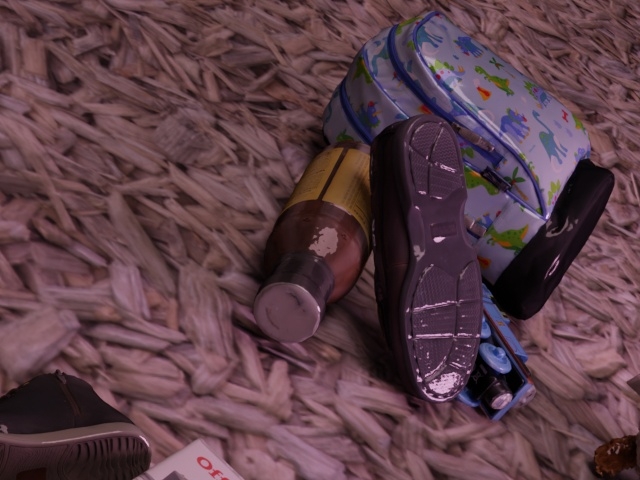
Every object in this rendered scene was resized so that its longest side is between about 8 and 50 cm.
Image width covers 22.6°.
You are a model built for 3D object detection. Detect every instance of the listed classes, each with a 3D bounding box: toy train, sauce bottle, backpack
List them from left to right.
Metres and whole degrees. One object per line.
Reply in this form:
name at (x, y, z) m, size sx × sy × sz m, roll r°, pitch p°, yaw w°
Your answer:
sauce bottle at (0.000, 0.000, 1.718) m, size 0.111 × 0.111 × 0.344 m, roll 34°, pitch 28°, yaw -2°
backpack at (0.177, -0.111, 1.978) m, size 0.355 × 0.273 × 0.290 m, roll 28°, pitch 32°, yaw 13°
toy train at (0.172, 0.115, 1.762) m, size 0.105 × 0.080 × 0.184 m, roll 15°, pitch 33°, yaw -44°

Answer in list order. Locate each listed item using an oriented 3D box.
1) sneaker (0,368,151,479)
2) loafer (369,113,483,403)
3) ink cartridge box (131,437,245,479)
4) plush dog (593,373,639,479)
sneaker at (-0.254, 0.159, 1.245) m, size 0.222 × 0.083 × 0.118 m, roll 1°, pitch 20°, yaw -33°
loafer at (0.103, 0.020, 1.701) m, size 0.109 × 0.095 × 0.302 m, roll -1°, pitch 87°, yaw -34°
ink cartridge box at (-0.111, 0.261, 1.204) m, size 0.158 × 0.092 × 0.218 m, roll 42°, pitch 27°, yaw 12°
plush dog at (0.418, 0.265, 1.684) m, size 0.211 × 0.262 × 0.225 m, roll -7°, pitch 27°, yaw -6°
